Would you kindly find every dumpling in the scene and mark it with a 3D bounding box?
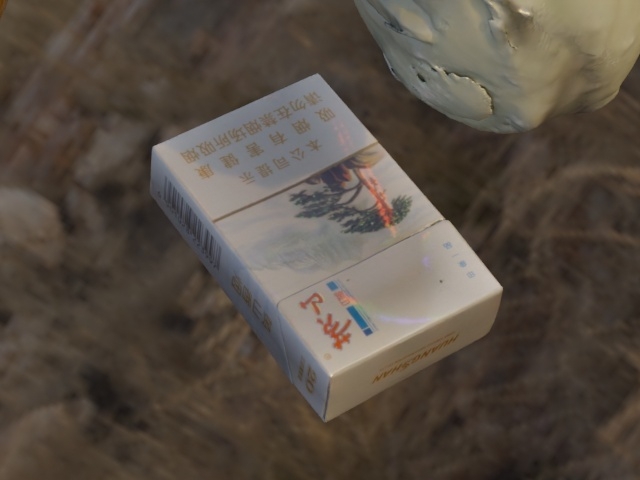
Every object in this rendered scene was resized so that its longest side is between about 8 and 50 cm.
[{"bbox_3d":[0.122,-0.186,1.110,0.243,0.187,0.318,-59,0,-12],"label":"dumpling"}]

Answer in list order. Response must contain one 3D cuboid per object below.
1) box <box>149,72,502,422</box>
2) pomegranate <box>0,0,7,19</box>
[{"bbox_3d":[0.000,0.001,1.375,0.149,0.067,0.233,-28,61,-21],"label":"box"},{"bbox_3d":[-0.318,-0.142,0.770,0.410,0.410,0.410,-38,32,30],"label":"pomegranate"}]
